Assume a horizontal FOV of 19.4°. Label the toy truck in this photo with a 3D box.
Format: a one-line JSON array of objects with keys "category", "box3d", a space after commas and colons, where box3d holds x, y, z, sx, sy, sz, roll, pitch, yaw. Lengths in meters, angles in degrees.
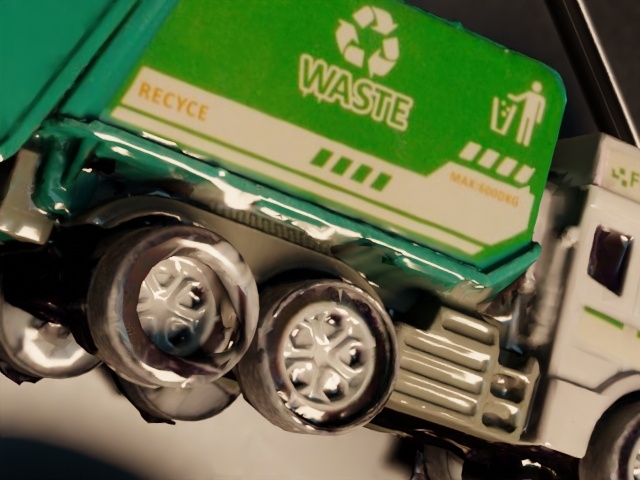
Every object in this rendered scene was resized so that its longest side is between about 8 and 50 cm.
[{"category": "toy truck", "box3d": [0.000, 0.000, 0.503, 0.253, 0.114, 0.124, 19, 80, -25]}]
